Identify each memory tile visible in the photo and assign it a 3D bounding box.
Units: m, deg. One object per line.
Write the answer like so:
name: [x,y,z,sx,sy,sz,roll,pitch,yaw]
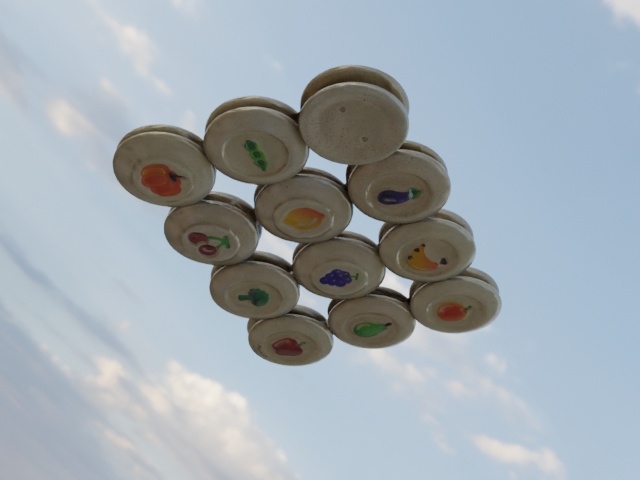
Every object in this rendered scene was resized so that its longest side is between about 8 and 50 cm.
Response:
memory tile: [0.000,0.000,0.407,0.113,0.012,0.148,-13,-43,19]
